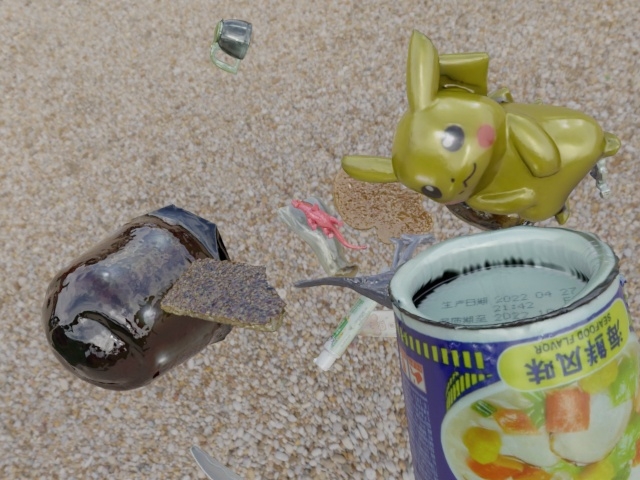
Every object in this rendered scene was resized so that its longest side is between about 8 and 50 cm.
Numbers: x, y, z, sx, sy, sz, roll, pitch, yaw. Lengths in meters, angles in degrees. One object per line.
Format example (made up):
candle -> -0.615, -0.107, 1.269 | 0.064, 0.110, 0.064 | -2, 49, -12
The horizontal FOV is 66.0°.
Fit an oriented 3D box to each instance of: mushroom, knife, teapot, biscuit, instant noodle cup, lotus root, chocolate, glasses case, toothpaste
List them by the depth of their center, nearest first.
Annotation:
instant noodle cup -> 0.197, 0.163, 0.479 | 0.284, 0.312, 0.284 | -16, 17, 5
biscuit -> -0.153, 0.086, 0.846 | 0.237, 0.026, 0.131 | 5, 44, 25
lotus root -> 0.292, -0.079, 0.889 | 0.209, 0.120, 0.120 | 32, 70, 23
chocolate -> -0.408, 0.142, 1.077 | 0.384, 0.383, 0.331 | 7, 17, 15
teapot -> -0.226, -0.495, 1.231 | 0.091, 0.092, 0.124 | 11, 85, -22
toothpaste -> 0.095, 0.198, 1.269 | 0.058, 0.056, 0.314 | 33, 82, 23
biscuit -> 0.165, -0.098, 1.312 | 0.289, 0.044, 0.202 | 30, 112, 8
knife -> -0.225, 0.676, 1.356 | 0.336, 0.081, 0.043 | 32, 111, -4
glasses case -> 0.193, 0.244, 1.455 | 0.204, 0.051, 0.081 | -4, 87, 17
mushroom -> 0.000, 0.000, 1.664 | 0.159, 0.122, 0.328 | -31, 84, 1

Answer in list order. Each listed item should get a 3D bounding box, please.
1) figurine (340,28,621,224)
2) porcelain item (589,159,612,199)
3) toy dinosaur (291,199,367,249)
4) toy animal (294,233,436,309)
figurine -> 0.217, -0.134, 0.663 | 0.327, 0.218, 0.169 | 5, 40, -15
porcelain item -> 0.566, -0.153, 1.011 | 0.021, 0.136, 0.075 | -22, 39, 12
toy dinosaur -> 0.016, -0.061, 1.531 | 0.070, 0.286, 0.139 | -54, 31, 9
toy animal -> 0.155, 0.075, 0.969 | 0.367, 0.081, 0.205 | 24, 74, 4
